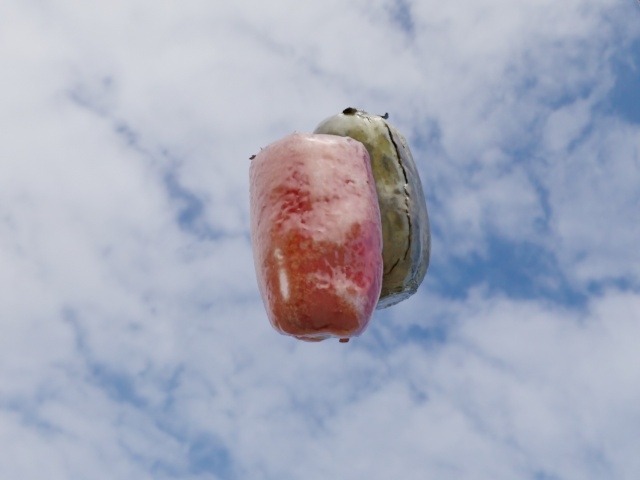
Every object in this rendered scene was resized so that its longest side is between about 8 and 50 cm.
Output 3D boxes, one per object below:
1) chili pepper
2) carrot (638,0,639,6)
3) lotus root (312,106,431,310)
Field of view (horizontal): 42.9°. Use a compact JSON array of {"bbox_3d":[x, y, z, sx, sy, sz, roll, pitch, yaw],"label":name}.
[{"bbox_3d":[0.000,0.000,0.458,0.070,0.123,0.073,-19,-29,27],"label":"chili pepper"},{"bbox_3d":[0.305,-0.294,0.796,0.035,0.035,0.165,-15,-102,27],"label":"carrot"},{"bbox_3d":[0.065,-0.039,1.117,0.160,0.275,0.152,-11,-16,8],"label":"lotus root"}]
